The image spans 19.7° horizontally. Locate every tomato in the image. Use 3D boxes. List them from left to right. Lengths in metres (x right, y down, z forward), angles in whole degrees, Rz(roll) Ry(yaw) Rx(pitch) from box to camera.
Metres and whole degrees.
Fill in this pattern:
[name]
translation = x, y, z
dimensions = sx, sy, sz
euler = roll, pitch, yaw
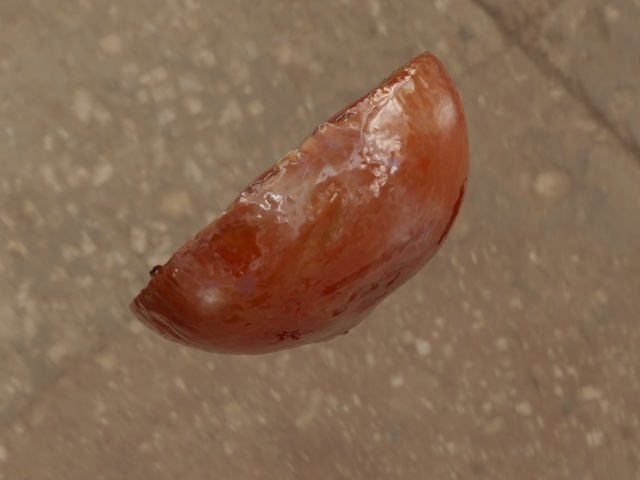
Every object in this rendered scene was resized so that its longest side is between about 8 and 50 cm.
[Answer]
[tomato]
translation = 0.000, 0.000, 0.713
dimensions = 0.155, 0.155, 0.069
euler = -40, 91, -8
